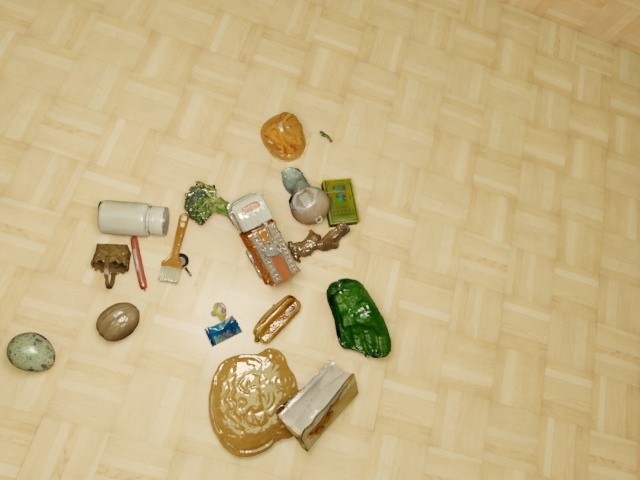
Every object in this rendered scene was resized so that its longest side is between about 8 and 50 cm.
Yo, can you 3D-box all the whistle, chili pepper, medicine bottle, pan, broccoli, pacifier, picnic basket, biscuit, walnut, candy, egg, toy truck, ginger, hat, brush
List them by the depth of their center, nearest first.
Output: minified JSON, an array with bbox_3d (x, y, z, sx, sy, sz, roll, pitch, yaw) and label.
[{"bbox_3d":[-1.065,0.416,1.640,0.172,0.132,0.132,41,71,-9],"label":"egg"},{"bbox_3d":[-0.784,0.314,1.723,0.162,0.140,0.140,-32,82,-29],"label":"walnut"},{"bbox_3d":[-0.260,0.640,1.770,0.365,0.062,0.385,-13,77,-15],"label":"biscuit"},{"bbox_3d":[-0.840,0.105,1.772,0.137,0.128,0.178,2,64,-9],"label":"picnic basket"},{"bbox_3d":[-0.399,0.371,1.827,0.136,0.038,0.088,-25,100,-18],"label":"candy"},{"bbox_3d":[-0.767,-0.089,1.835,0.258,0.143,0.143,3,74,-9],"label":"medicine bottle"},{"bbox_3d":[-0.234,-0.007,1.838,0.173,0.207,0.387,-29,102,-14],"label":"toy truck"},{"bbox_3d":[-0.427,0.294,1.844,0.064,0.083,0.068,-18,36,21],"label":"pacifier"},{"bbox_3d":[-0.579,0.107,1.878,0.068,0.023,0.115,-34,80,-19],"label":"pan"},{"bbox_3d":[-0.608,0.025,1.880,0.090,0.017,0.314,10,70,-5],"label":"brush"},{"bbox_3d":[0.161,0.327,1.888,0.385,0.213,0.167,63,28,-10],"label":"chili pepper"},{"bbox_3d":[-0.463,-0.158,1.942,0.275,0.177,0.198,3,35,-39],"label":"broccoli"},{"bbox_3d":[-0.002,0.001,1.993,0.290,0.084,0.122,-21,82,-8],"label":"ginger"},{"bbox_3d":[-0.072,-0.198,2.015,0.189,0.189,0.348,-22,58,-16],"label":"whistle"},{"bbox_3d":[-0.153,-0.526,2.032,0.233,0.233,0.244,30,72,-3],"label":"hat"},{"bbox_3d":[0.027,-0.511,2.174,0.083,0.022,0.027,40,70,-2],"label":"chili pepper"}]

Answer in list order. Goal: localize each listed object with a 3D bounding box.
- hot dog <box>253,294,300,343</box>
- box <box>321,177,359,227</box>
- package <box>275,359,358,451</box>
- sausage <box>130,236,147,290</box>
[{"bbox_3d":[-0.190,0.331,1.869,0.250,0.076,0.104,-46,106,-15],"label":"hot dog"},{"bbox_3d":[0.090,-0.178,2.069,0.141,0.064,0.220,-8,78,-12],"label":"box"},{"bbox_3d":[-0.012,0.636,1.757,0.165,0.221,0.311,33,62,31],"label":"package"},{"bbox_3d":[-0.756,0.090,1.845,0.034,0.034,0.253,-12,78,-14],"label":"sausage"}]
